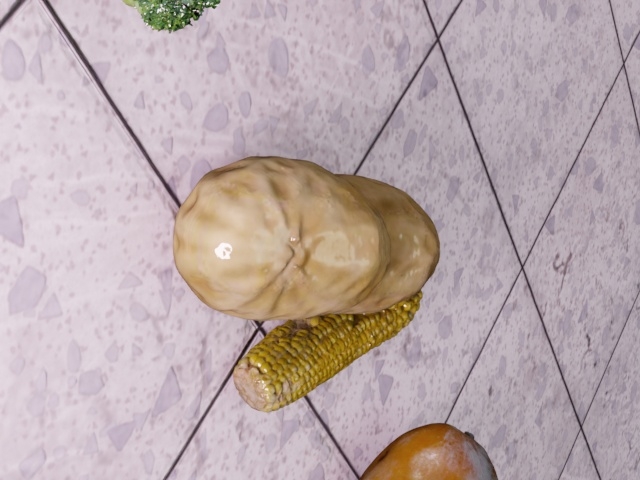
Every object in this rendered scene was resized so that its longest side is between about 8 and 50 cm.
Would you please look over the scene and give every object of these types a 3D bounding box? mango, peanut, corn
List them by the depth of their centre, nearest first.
[{"bbox_3d":[0.000,0.000,1.235,0.387,0.192,0.170,2,90,-55],"label":"peanut"},{"bbox_3d":[0.014,0.112,1.375,0.320,0.097,0.097,-30,123,-46],"label":"corn"},{"bbox_3d":[0.107,0.421,1.511,0.384,0.199,0.221,-56,147,-12],"label":"mango"}]

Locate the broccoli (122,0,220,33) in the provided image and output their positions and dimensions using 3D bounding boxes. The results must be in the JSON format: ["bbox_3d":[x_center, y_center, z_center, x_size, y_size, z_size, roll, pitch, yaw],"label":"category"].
[{"bbox_3d":[-0.140,-0.271,0.993,0.195,0.195,0.156,-49,155,-37],"label":"broccoli"}]
